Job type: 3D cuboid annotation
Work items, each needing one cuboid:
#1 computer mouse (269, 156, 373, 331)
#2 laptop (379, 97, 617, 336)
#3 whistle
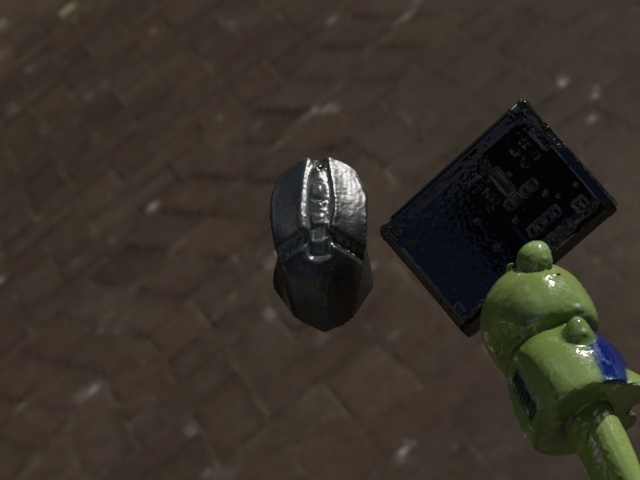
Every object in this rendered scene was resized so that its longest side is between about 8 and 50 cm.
[{"bbox_3d":[0.000,0.000,1.926,0.106,0.062,0.192,-3,74,3],"label":"computer mouse"},{"bbox_3d":[0.152,-0.018,1.607,0.180,0.129,0.016,-43,-11,19],"label":"laptop"},{"bbox_3d":[0.179,0.100,1.325,0.085,0.105,0.227,-9,50,-21],"label":"whistle"}]
